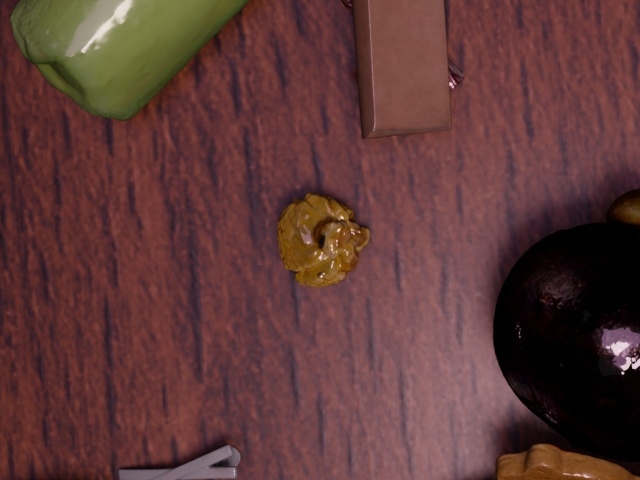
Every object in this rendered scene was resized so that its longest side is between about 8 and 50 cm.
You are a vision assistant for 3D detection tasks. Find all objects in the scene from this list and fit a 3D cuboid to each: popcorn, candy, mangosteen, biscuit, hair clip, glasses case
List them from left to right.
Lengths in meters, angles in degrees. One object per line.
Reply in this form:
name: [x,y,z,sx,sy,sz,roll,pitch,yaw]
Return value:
hair clip: [-0.123,0.206,1.575,0.115,0.039,0.030,-14,82,16]
candy: [-0.112,-0.256,1.506,0.142,0.132,0.343,43,95,13]
popcorn: [0.000,0.000,1.530,0.084,0.084,0.084,0,92,5]
glasses case: [0.072,-0.184,1.533,0.102,0.070,0.194,-4,89,-23]
biscuit: [0.244,0.226,1.484,0.225,0.166,0.036,18,55,-9]
mangosteen: [0.262,0.055,1.452,0.211,0.211,0.250,34,83,3]
